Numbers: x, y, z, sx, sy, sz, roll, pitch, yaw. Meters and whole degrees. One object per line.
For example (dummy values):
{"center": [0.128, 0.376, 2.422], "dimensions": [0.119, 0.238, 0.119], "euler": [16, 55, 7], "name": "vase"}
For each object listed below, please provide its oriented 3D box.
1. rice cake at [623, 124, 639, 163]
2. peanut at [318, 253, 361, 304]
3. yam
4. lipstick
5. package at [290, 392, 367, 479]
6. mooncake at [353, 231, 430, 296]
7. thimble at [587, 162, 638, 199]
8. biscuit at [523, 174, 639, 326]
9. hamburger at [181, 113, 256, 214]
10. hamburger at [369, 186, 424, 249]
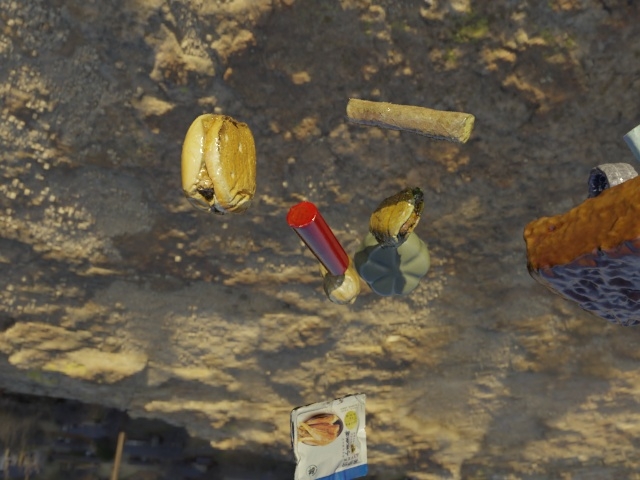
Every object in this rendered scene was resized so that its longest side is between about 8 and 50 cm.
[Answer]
{"center": [0.438, -0.051, 0.775], "dimensions": [0.043, 0.237, 0.127], "euler": [-11, 164, -29], "name": "rice cake"}
{"center": [0.048, 0.095, 1.874], "dimensions": [0.101, 0.263, 0.117], "euler": [-15, 115, -2], "name": "peanut"}
{"center": [0.225, -0.315, 1.829], "dimensions": [0.356, 0.081, 0.081], "euler": [15, 155, 32], "name": "yam"}
{"center": [0.000, 0.001, 1.594], "dimensions": [0.073, 0.073, 0.280], "euler": [-12, 152, 14], "name": "lipstick"}
{"center": [0.019, 0.386, 1.335], "dimensions": [0.171, 0.173, 0.027], "euler": [-7, -175, -34], "name": "package"}
{"center": [0.257, 0.078, 2.498], "dimensions": [0.274, 0.135, 0.275], "euler": [-3, 118, -5], "name": "mooncake"}
{"center": [0.838, -0.146, 2.000], "dimensions": [0.097, 0.150, 0.150], "euler": [-6, 145, -6], "name": "thimble"}
{"center": [0.641, 0.035, 1.362], "dimensions": [0.342, 0.166, 0.395], "euler": [28, 150, -19], "name": "biscuit"}
{"center": [-0.288, -0.216, 2.023], "dimensions": [0.174, 0.284, 0.304], "euler": [2, 178, 7], "name": "hamburger"}
{"center": [0.228, -0.070, 2.113], "dimensions": [0.129, 0.183, 0.206], "euler": [27, 162, -2], "name": "hamburger"}
